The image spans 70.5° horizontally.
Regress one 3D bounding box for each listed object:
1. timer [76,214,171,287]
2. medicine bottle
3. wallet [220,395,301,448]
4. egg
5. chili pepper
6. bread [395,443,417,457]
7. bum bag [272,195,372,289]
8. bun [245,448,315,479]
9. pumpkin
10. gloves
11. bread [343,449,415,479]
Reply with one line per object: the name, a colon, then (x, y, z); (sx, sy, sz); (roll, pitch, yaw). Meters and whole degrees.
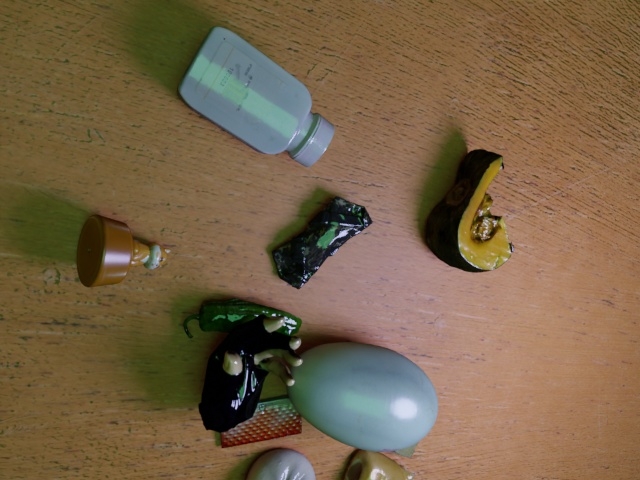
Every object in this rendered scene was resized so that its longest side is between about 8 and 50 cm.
timer: (-0.363, 0.026, 0.864); (0.152, 0.132, 0.132); (8, 98, -45)
medicine bottle: (-0.118, -0.266, 0.891); (0.296, 0.111, 0.161); (29, 91, -22)
wallet: (-0.139, 0.427, 1.071); (0.196, 0.020, 0.103); (-3, 101, -20)
egg: (0.096, 0.351, 1.034); (0.370, 0.230, 0.230); (18, 94, -17)
chili pepper: (-0.159, 0.174, 0.981); (0.257, 0.074, 0.100); (14, 140, -20)
bread: (0.226, 0.487, 1.217); (0.112, 0.036, 0.193); (17, 98, -18)
bum bag: (-0.001, -0.001, 1.010); (0.248, 0.069, 0.102); (-42, 88, -4)
bun: (-0.091, 0.590, 1.071); (0.172, 0.120, 0.173); (-3, 100, -21)
pumpkin: (0.392, -0.058, 1.112); (0.190, 0.139, 0.281); (29, 92, -20)
gloves: (-0.152, 0.265, 0.925); (0.301, 0.152, 0.197); (-44, 161, 24)
bread: (0.150, 0.634, 1.189); (0.173, 0.085, 0.134); (31, 89, -24)
